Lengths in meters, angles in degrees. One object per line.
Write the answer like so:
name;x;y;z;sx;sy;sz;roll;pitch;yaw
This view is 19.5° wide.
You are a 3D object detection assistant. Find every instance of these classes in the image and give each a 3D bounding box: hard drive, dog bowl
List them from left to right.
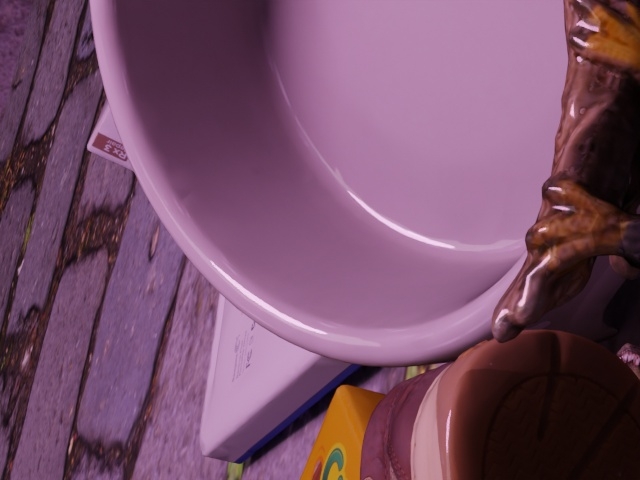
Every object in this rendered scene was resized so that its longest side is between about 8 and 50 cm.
hard drive;0.000;0.000;1.191;0.318;0.040;0.210;134;146;-59
dog bowl;0.031;-0.102;0.822;0.349;0.102;0.349;16;113;41

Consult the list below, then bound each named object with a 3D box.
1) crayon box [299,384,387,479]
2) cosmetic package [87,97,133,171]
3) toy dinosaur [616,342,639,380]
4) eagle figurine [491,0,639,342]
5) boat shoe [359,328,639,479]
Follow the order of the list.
crayon box;0.025;0.213;0.892;0.202;0.081;0.318;-117;46;-65
cosmetic package;-0.079;-0.142;1.368;0.231;0.117;0.085;-78;16;-45
toy dinosaur;0.109;0.178;0.716;0.118;0.064;0.268;-111;36;-67
eagle figurine;0.185;-0.028;0.519;0.298;0.225;0.226;-2;116;41
boat shoe;0.063;0.207;0.624;0.123;0.123;0.342;-22;73;56
